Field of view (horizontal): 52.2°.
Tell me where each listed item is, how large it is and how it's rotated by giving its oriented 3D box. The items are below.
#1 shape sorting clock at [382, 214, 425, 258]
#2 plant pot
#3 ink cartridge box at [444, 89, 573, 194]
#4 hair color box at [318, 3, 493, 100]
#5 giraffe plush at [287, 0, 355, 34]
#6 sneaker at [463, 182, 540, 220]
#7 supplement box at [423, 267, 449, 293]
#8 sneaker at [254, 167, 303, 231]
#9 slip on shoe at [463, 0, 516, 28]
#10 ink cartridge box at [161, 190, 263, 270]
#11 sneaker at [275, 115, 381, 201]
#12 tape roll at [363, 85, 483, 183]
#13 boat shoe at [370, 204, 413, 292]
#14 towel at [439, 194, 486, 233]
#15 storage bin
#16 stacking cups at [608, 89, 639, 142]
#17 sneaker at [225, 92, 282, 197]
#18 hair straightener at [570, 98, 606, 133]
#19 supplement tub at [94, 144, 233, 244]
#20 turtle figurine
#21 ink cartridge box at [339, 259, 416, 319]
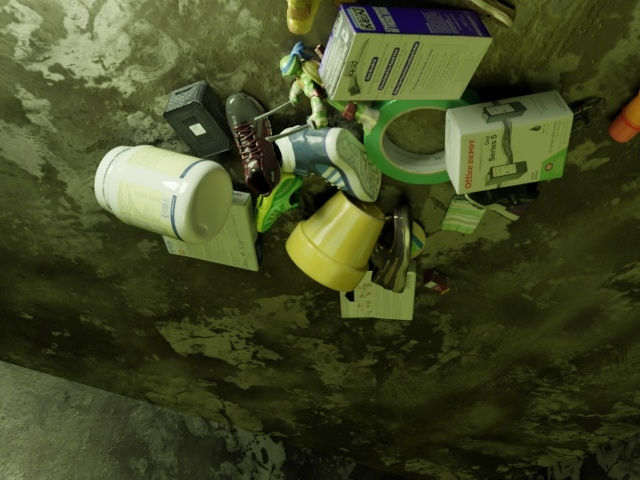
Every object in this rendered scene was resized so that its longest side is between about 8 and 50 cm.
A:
[{"bbox_3d":[0.233,-0.003,2.097,0.206,0.040,0.206,5,136,5],"label":"shape sorting clock"},{"bbox_3d":[0.063,-0.017,1.944,0.254,0.254,0.239,26,111,-22],"label":"plant pot"},{"bbox_3d":[0.454,-0.237,1.604,0.273,0.114,0.198,-10,136,0],"label":"ink cartridge box"},{"bbox_3d":[0.185,-0.412,1.454,0.339,0.110,0.185,-6,146,-23],"label":"hair color box"},{"bbox_3d":[0.012,-0.548,1.386,0.171,0.181,0.210,-3,107,-3],"label":"giraffe plush"},{"bbox_3d":[0.497,-0.150,1.815,0.283,0.107,0.124,12,135,-40],"label":"sneaker"},{"bbox_3d":[0.398,0.141,2.241,0.083,0.055,0.043,26,138,-21],"label":"supplement box"},{"bbox_3d":[-0.126,-0.108,1.962,0.124,0.109,0.295,6,151,-16],"label":"sneaker"},{"bbox_3d":[0.372,-0.518,1.438,0.135,0.051,0.041,27,98,-12],"label":"slip on shoe"},{"bbox_3d":[-0.363,-0.049,2.098,0.330,0.071,0.324,12,143,12],"label":"ink cartridge box"},{"bbox_3d":[0.012,-0.216,1.826,0.236,0.130,0.323,6,160,32],"label":"sneaker"},{"bbox_3d":[0.276,-0.282,1.716,0.322,0.077,0.321,4,141,3],"label":"tape roll"},{"bbox_3d":[0.211,0.036,2.018,0.130,0.132,0.355,5,135,5],"label":"boat shoe"},{"bbox_3d":[0.438,-0.074,1.993,0.113,0.023,0.152,10,142,-3],"label":"towel"},{"bbox_3d":[-0.319,-0.320,1.752,0.122,0.084,0.180,-14,138,24],"label":"storage bin"},{"bbox_3d":[0.805,-0.360,1.543,0.096,0.096,0.316,18,145,-14],"label":"stacking cups"},{"bbox_3d":[-0.173,-0.240,1.708,0.107,0.162,0.281,-19,113,10],"label":"sneaker"},{"bbox_3d":[0.623,-0.295,1.681,0.230,0.047,0.089,-27,131,29],"label":"hair straightener"},{"bbox_3d":[-0.437,-0.136,1.828,0.325,0.235,0.235,16,146,23],"label":"supplement tub"},{"bbox_3d":[-0.008,-0.323,1.619,0.266,0.274,0.198,19,174,-21],"label":"turtle figurine"},{"bbox_3d":[0.200,0.173,2.303,0.261,0.066,0.296,2,141,6],"label":"ink cartridge box"}]
